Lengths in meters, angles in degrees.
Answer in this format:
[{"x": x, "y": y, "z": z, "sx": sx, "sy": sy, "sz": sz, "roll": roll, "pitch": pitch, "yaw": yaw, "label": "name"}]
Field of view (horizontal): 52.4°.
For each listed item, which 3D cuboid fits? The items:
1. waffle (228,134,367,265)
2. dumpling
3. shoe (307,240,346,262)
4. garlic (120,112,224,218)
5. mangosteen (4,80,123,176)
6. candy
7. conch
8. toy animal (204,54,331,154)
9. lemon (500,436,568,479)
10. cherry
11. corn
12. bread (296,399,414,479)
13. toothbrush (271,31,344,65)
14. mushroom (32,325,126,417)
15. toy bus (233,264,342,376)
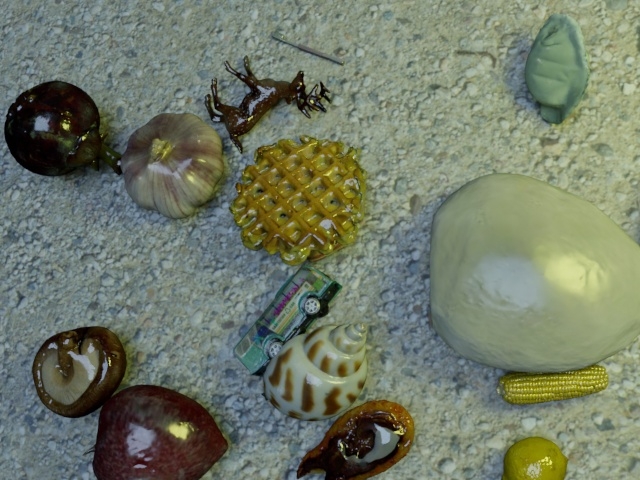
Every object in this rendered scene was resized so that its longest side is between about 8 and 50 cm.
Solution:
[{"x": -0.051, "y": -0.096, "z": 1.393, "sx": 0.302, "sy": 0.068, "sz": 0.325, "roll": 0, "pitch": 58, "yaw": 15, "label": "waffle"}, {"x": 0.493, "y": -0.346, "z": 1.312, "sx": 0.153, "sy": 0.108, "sz": 0.219, "roll": 9, "pitch": 109, "yaw": 48, "label": "dumpling"}, {"x": 0.002, "y": -0.002, "z": 1.402, "sx": 0.109, "sy": 0.072, "sz": 0.069, "roll": -12, "pitch": 116, "yaw": 16, "label": "shoe"}, {"x": -0.336, "y": -0.177, "z": 1.424, "sx": 0.245, "sy": 0.253, "sz": 0.245, "roll": -1, "pitch": 84, "yaw": 5, "label": "garlic"}, {"x": -0.592, "y": -0.238, "z": 1.534, "sx": 0.289, "sy": 0.231, "sz": 0.231, "roll": 36, "pitch": 90, "yaw": -22, "label": "mangosteen"}, {"x": 0.409, "y": 0.064, "z": 1.238, "sx": 0.427, "sy": 0.186, "sz": 0.386, "roll": 15, "pitch": 80, "yaw": 12, "label": "candy"}, {"x": 0.008, "y": 0.259, "z": 1.296, "sx": 0.149, "sy": 0.183, "sz": 0.275, "roll": 39, "pitch": 112, "yaw": 50, "label": "conch"}, {"x": -0.126, "y": -0.318, "z": 1.494, "sx": 0.260, "sy": 0.087, "sz": 0.243, "roll": 45, "pitch": 106, "yaw": 15, "label": "toy animal"}, {"x": 0.395, "y": 0.425, "z": 1.210, "sx": 0.133, "sy": 0.109, "sz": 0.109, "roll": -26, "pitch": 75, "yaw": 3, "label": "lemon"}, {"x": -0.342, "y": 0.417, "z": 1.346, "sx": 0.300, "sy": 0.203, "sz": 0.230, "roll": 2, "pitch": 79, "yaw": 0, "label": "cherry"}, {"x": 0.442, "y": 0.275, "z": 1.247, "sx": 0.206, "sy": 0.067, "sz": 0.067, "roll": -10, "pitch": 78, "yaw": 9, "label": "corn"}, {"x": 0.073, "y": 0.420, "z": 1.305, "sx": 0.269, "sy": 0.095, "sz": 0.139, "roll": -46, "pitch": 71, "yaw": 17, "label": "bread"}, {"x": -0.031, "y": -0.447, "z": 1.515, "sx": 0.194, "sy": 0.014, "sz": 0.017, "roll": 27, "pitch": 87, "yaw": 17, "label": "toothbrush"}, {"x": -0.528, "y": 0.289, "z": 1.454, "sx": 0.231, "sy": 0.138, "sz": 0.194, "roll": -3, "pitch": 93, "yaw": 24, "label": "mushroom"}, {"x": -0.068, "y": 0.171, "z": 1.380, "sx": 0.109, "sy": 0.091, "sz": 0.261, "roll": 39, "pitch": 89, "yaw": 23, "label": "toy bus"}]
